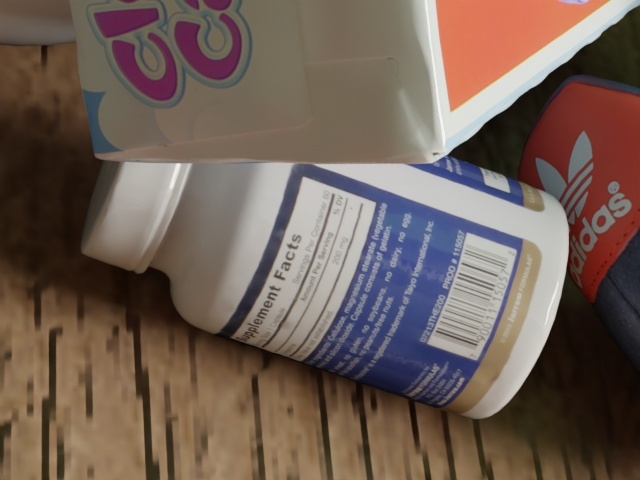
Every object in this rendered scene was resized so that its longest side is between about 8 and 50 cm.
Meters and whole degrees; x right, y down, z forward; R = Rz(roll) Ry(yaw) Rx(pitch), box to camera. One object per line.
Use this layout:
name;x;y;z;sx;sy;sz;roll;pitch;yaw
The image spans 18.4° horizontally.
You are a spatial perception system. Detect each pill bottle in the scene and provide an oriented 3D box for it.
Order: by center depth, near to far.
pill bottle;0.000;0.000;0.532;0.120;0.067;0.067;19;47;-12

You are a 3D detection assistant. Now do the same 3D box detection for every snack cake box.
snack cake box;0.026;-0.123;0.525;0.089;0.152;0.264;1;16;22

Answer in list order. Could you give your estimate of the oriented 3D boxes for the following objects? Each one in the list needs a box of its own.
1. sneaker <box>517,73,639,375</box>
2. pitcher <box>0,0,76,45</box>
sneaker;0.201;-0.050;0.638;0.350;0.131;0.148;-23;62;-42
pitcher;-0.129;-0.132;0.521;0.178;0.125;0.207;20;-1;36
